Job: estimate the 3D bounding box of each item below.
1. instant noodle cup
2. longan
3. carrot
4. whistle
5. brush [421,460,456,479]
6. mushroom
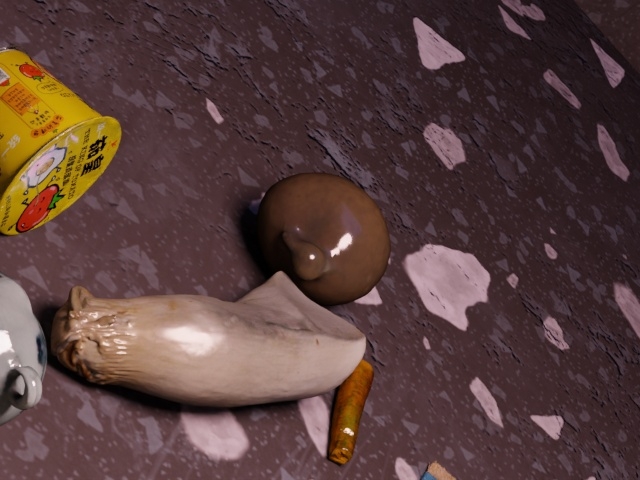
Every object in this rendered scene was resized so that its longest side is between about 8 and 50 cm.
[{"bbox_3d":[-0.337,-0.118,1.993,0.144,0.182,0.182,45,30,13],"label":"instant noodle cup"},{"bbox_3d":[0.000,0.000,2.266,0.185,0.159,0.204,40,21,-4],"label":"longan"},{"bbox_3d":[0.037,0.212,2.202,0.042,0.042,0.171,37,35,-17],"label":"carrot"},{"bbox_3d":[-0.367,0.101,1.762,0.289,0.163,0.163,23,12,40],"label":"whistle"},{"bbox_3d":[0.135,0.334,2.211,0.051,0.014,0.164,42,33,-6],"label":"brush"},{"bbox_3d":[-0.129,0.115,2.029,0.177,0.126,0.397,42,25,31],"label":"mushroom"}]
